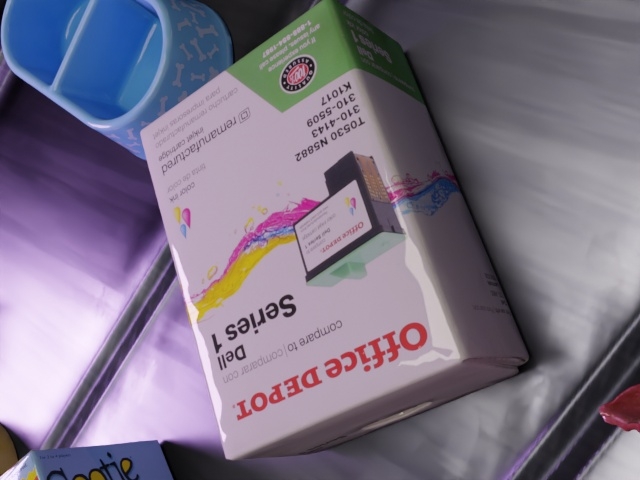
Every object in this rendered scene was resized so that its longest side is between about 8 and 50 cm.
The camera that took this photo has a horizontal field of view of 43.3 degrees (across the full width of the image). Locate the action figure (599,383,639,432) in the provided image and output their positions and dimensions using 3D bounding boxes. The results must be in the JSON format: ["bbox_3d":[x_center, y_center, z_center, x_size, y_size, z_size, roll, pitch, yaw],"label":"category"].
[{"bbox_3d":[0.322,0.088,0.368,0.370,0.248,0.276,-11,101,31],"label":"action figure"}]

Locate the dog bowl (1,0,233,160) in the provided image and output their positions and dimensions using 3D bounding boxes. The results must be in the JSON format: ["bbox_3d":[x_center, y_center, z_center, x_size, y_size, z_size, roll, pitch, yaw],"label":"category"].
[{"bbox_3d":[-0.216,-0.195,0.807,0.297,0.074,0.166,34,100,32],"label":"dog bowl"}]

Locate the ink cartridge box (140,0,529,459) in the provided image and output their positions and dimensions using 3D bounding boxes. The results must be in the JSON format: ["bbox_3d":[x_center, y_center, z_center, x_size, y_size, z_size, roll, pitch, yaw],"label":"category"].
[{"bbox_3d":[0.000,0.000,0.605,0.201,0.117,0.278,-29,68,26],"label":"ink cartridge box"}]

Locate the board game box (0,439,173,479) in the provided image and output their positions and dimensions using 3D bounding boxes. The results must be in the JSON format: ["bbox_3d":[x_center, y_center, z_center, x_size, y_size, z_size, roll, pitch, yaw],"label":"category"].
[{"bbox_3d":[-0.176,0.322,0.650,0.142,0.144,0.275,-40,62,22],"label":"board game box"}]

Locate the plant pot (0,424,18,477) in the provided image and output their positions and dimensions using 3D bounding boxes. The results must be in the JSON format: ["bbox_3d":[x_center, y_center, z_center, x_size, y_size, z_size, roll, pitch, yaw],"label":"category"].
[{"bbox_3d":[-0.395,0.253,0.835,0.134,0.095,0.134,-7,78,33],"label":"plant pot"}]
